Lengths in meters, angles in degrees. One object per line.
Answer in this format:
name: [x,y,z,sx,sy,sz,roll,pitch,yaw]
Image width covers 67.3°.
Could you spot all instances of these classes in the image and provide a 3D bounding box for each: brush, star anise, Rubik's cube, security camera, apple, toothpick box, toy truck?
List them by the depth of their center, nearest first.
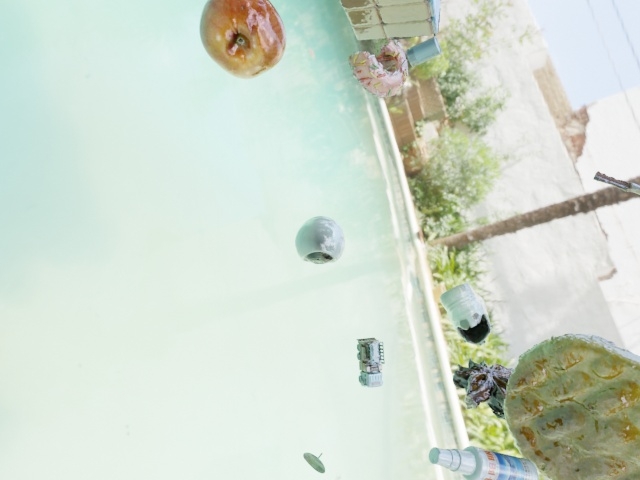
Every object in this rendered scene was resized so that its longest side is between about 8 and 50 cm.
apple: [-0.185,-0.491,1.152,0.164,0.209,0.209,-102,167,-52]
Rubik's cube: [0.178,-0.656,1.180,0.224,0.221,0.231,23,72,-70]
star anise: [0.452,0.389,1.248,0.214,0.220,0.099,-94,-164,-70]
brush: [0.881,-0.118,1.275,0.084,0.301,0.071,-56,159,-30]
toothpick box: [0.287,-0.524,1.336,0.052,0.083,0.052,36,45,-48]
toy truck: [0.190,0.454,1.769,0.115,0.080,0.178,168,-81,-72]
security camera: [0.000,0.000,1.813,0.236,0.194,0.195,-85,157,-88]

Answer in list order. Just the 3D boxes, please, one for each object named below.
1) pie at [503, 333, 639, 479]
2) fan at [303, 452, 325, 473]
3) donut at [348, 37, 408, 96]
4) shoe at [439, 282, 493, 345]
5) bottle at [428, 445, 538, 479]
pie: [0.510,0.337,0.906,0.083,0.339,0.340,-22,95,-54]
fan: [-0.006,0.493,1.065,0.003,0.080,0.060,-39,98,-43]
donut: [0.208,-0.577,1.595,0.199,0.085,0.233,48,55,-14]
shoe: [0.454,0.246,1.440,0.316,0.124,0.159,41,22,-52]
bottle: [0.277,0.389,0.826,0.217,0.060,0.060,20,41,-22]
